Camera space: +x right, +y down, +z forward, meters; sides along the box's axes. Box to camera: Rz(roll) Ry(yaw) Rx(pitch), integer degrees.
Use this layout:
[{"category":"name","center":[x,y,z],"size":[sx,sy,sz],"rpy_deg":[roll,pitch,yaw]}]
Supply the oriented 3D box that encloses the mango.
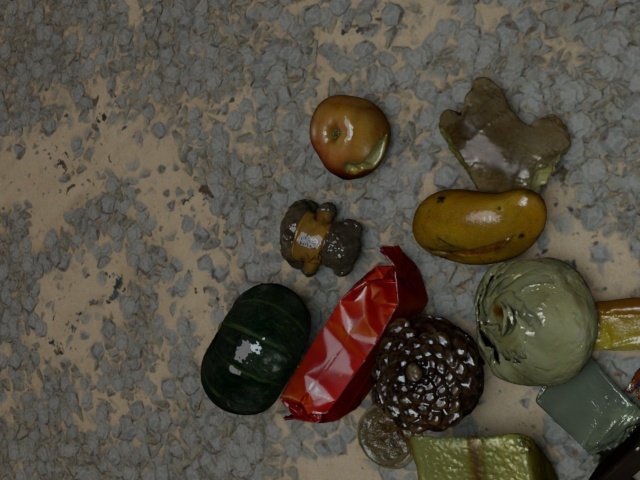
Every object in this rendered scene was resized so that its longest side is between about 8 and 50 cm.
[{"category":"mango","center":[0.302,-0.025,1.376],"size":[0.294,0.177,0.120],"rpy_deg":[-1,51,51]}]

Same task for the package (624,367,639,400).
[{"category":"package","center":[0.610,0.249,1.301],"size":[0.077,0.033,0.111],"rpy_deg":[40,102,33]}]

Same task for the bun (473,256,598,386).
[{"category":"bun","center":[0.376,0.152,1.310],"size":[0.259,0.152,0.260],"rpy_deg":[-3,86,58]}]

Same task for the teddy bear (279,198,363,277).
[{"category":"teddy bear","center":[0.000,0.000,1.577],"size":[0.190,0.140,0.177],"rpy_deg":[14,92,19]}]

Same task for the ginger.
[{"category":"ginger","center":[0.361,-0.195,1.391],"size":[0.221,0.130,0.276],"rpy_deg":[-25,78,19]}]

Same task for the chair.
[{"category":"chair","center":[0.524,0.369,1.261],"size":[0.319,0.186,0.160],"rpy_deg":[44,121,19]}]

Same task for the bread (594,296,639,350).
[{"category":"bread","center":[0.581,0.145,1.283],"size":[0.245,0.102,0.095],"rpy_deg":[-6,92,29]}]

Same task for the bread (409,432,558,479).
[{"category":"bread","center":[0.300,0.561,1.283],"size":[0.233,0.245,0.362],"rpy_deg":[-10,54,27]}]

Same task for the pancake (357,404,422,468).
[{"category":"pancake","center":[0.147,0.421,1.545],"size":[0.151,0.025,0.152],"rpy_deg":[0,90,29]}]

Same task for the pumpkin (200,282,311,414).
[{"category":"pumpkin","center":[-0.132,0.234,1.553],"size":[0.207,0.300,0.300],"rpy_deg":[25,102,-3]}]

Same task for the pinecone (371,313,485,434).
[{"category":"pinecone","center":[0.211,0.258,1.378],"size":[0.224,0.272,0.224],"rpy_deg":[-3,82,25]}]

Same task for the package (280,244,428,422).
[{"category":"package","center":[0.082,0.209,1.489],"size":[0.123,0.196,0.424],"rpy_deg":[36,104,21]}]

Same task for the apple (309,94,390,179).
[{"category":"apple","center":[0.061,-0.225,1.518],"size":[0.199,0.199,0.199],"rpy_deg":[-1,89,28]}]
